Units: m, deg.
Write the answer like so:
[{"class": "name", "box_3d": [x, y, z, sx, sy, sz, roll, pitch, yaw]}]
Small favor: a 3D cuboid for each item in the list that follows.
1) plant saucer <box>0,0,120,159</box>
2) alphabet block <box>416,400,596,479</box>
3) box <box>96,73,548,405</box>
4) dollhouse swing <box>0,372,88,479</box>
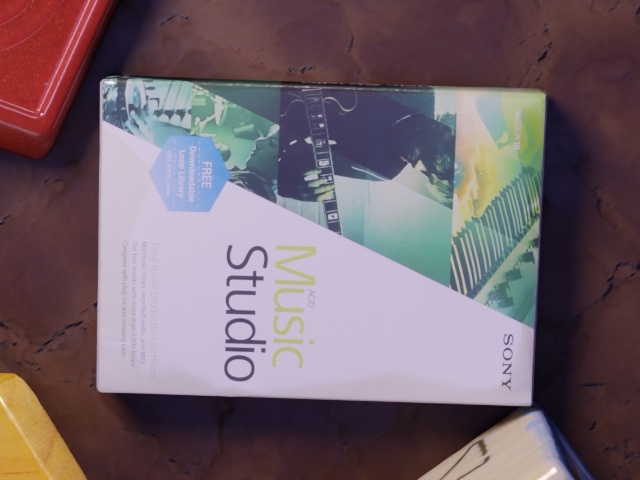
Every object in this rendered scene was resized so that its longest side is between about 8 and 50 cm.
[{"class": "plant saucer", "box_3d": [-0.237, -0.198, 1.332, 0.259, 0.048, 0.258, 20, 101, -34]}, {"class": "alphabet block", "box_3d": [0.135, 0.261, 1.399, 0.197, 0.192, 0.193, -36, 96, 7]}, {"class": "box", "box_3d": [0.000, 0.000, 1.423, 0.322, 0.058, 0.232, 1, 100, -1]}, {"class": "dollhouse swing", "box_3d": [-0.385, 0.116, 1.264, 0.315, 0.347, 0.305, -9, 101, 43]}]
